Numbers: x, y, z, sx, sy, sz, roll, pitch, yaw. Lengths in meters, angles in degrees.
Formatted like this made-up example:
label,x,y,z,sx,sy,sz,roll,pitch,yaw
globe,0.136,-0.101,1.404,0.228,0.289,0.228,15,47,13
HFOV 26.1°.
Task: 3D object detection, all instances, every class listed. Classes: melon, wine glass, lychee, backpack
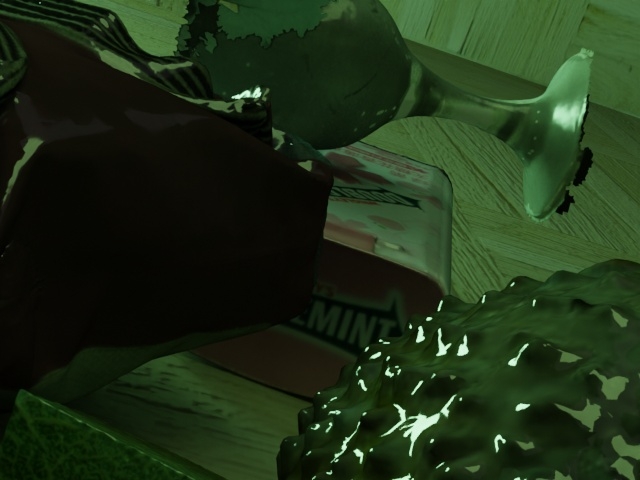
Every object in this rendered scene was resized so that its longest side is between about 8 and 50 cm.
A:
label,x,y,z,sx,sy,sz,roll,pitch,yaw
melon,-0.028,0.139,0.664,0.261,0.053,0.114,22,-3,-7
wine glass,0.044,-0.116,1.028,0.321,0.143,0.143,14,16,-10
lychee,0.102,0.134,0.483,0.274,0.255,0.255,1,2,36
backpack,-0.186,-0.042,0.750,0.317,0.197,0.283,28,24,36

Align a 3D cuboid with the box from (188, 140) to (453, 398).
label,x,y,z,sx,sy,sz,roll,pitch,yaw
box,0.000,0.000,1.026,0.190,0.112,0.370,21,14,2
